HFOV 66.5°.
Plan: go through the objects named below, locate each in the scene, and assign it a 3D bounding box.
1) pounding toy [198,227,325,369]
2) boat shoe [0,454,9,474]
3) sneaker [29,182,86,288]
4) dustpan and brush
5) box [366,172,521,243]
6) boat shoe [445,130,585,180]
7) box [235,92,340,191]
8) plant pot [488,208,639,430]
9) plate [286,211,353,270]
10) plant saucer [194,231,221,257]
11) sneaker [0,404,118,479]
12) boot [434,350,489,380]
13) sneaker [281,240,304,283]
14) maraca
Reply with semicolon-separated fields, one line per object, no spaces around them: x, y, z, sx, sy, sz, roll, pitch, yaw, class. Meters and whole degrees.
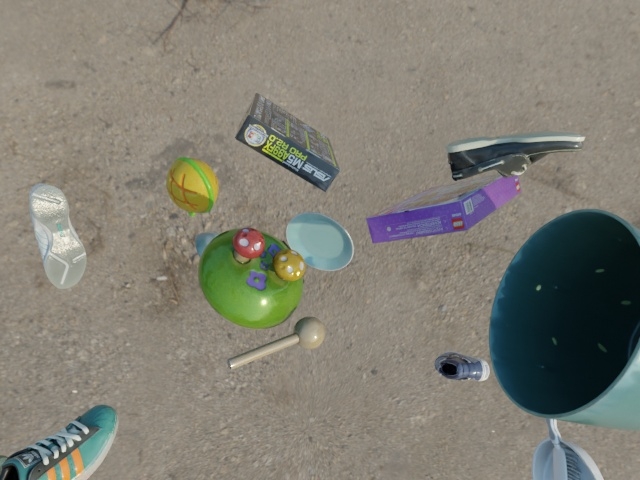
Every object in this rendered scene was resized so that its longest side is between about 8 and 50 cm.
-0.084;0.061;0.774;0.183;0.110;0.237;-6;62;-34;pounding toy
-0.659;0.526;1.070;0.056;0.153;0.048;-22;34;21;boat shoe
-0.364;-0.007;0.675;0.054;0.152;0.061;-17;25;-36;sneaker
0.438;0.389;0.889;0.060;0.147;0.211;9;74;-26;dustpan and brush
0.256;-0.071;0.984;0.293;0.201;0.057;-25;102;-47;box
0.347;-0.154;0.881;0.233;0.084;0.079;-3;105;30;boat shoe
-0.072;-0.226;1.086;0.216;0.270;0.060;30;110;-17;box
0.431;0.130;0.698;0.235;0.293;0.293;19;69;-12;plant pot
0.000;0.000;1.263;0.188;0.188;0.024;25;43;8;plate
-0.247;0.089;1.465;0.044;0.317;0.317;-40;73;9;plant saucer
-0.533;0.439;0.962;0.108;0.121;0.302;11;45;29;sneaker
0.310;0.300;1.173;0.086;0.190;0.069;7;76;-19;boot
-0.092;0.077;1.079;0.087;0.221;0.083;-40;103;9;sneaker
-0.281;-0.112;1.047;0.099;0.186;0.127;-33;97;-34;maraca
